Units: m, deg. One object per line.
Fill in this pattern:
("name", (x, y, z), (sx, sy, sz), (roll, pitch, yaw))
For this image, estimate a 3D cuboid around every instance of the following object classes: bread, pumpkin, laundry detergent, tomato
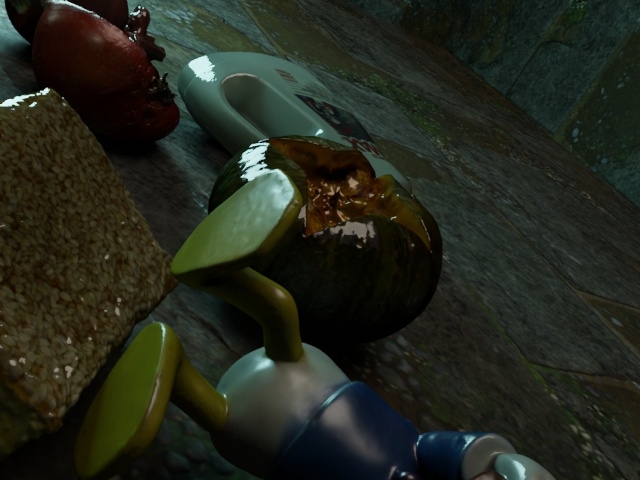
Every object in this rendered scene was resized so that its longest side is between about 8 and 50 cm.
("bread", (-0.206, 0.012, 0.507), (0.184, 0.110, 0.234), (55, 18, -11))
("pumpkin", (0.000, 0.003, 0.770), (0.238, 0.159, 0.238), (15, 33, -10))
("laundry detergent", (-0.003, -0.094, 1.024), (0.264, 0.124, 0.398), (8, 34, -47))
("tomato", (-0.259, -0.173, 0.899), (0.173, 0.099, 0.189), (24, -22, 24))

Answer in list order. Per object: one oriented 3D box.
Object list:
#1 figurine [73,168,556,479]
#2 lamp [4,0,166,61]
("figurine", (0.058, 0.153, 0.473), (0.338, 0.204, 0.283), (44, -10, -33))
("lamp", (-0.320, -0.300, 1.039), (0.215, 0.151, 0.223), (-90, 159, -62))
